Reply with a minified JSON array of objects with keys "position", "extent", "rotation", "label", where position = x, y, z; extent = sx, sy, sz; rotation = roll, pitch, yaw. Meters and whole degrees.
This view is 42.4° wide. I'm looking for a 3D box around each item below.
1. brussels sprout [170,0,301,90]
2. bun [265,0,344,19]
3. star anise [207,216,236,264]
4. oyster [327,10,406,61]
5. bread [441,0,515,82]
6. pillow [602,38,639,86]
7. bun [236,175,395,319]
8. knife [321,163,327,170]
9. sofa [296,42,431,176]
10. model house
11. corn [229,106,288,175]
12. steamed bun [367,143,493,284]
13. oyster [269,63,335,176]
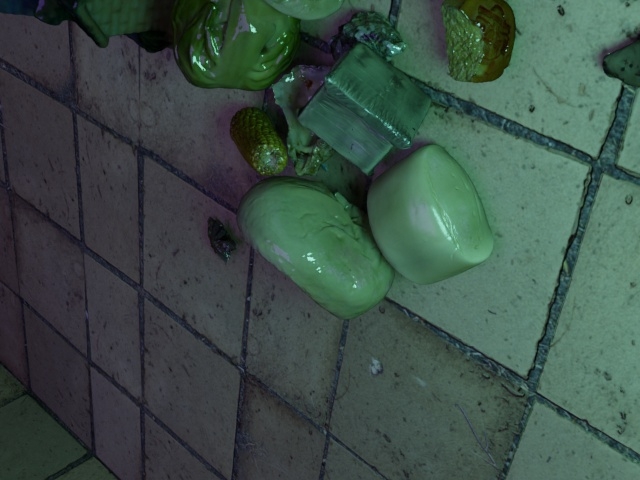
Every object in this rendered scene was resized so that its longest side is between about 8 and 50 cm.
[{"position":[-0.183,-0.452,1.707],"extent":[0.328,0.247,0.328],"rotation":[28,130,39],"label":"brussels sprout"},{"position":[-0.043,-0.529,1.541],"extent":[0.116,0.237,0.210],"rotation":[-27,49,51],"label":"bun"},{"position":[-0.253,0.005,2.143],"extent":[0.129,0.056,0.124],"rotation":[26,131,54],"label":"star anise"},{"position":[0.086,-0.380,1.599],"extent":[0.177,0.064,0.125],"rotation":[-23,98,48],"label":"oyster"},{"position":[0.268,-0.346,1.380],"extent":[0.086,0.125,0.156],"rotation":[19,133,49],"label":"bread"},{"position":[0.525,-0.275,1.200],"extent":[0.241,0.051,0.093],"rotation":[-24,87,48],"label":"pillow"},{"position":[0.000,0.000,1.727],"extent":[0.361,0.361,0.213],"rotation":[41,90,25],"label":"bun"},{"position":[-0.013,-0.188,1.838],"extent":[0.091,0.005,0.014],"rotation":[50,136,15],"label":"knife"},{"position":[0.068,-0.225,1.562],"extent":[0.210,0.176,0.225],"rotation":[38,135,-9],"label":"sofa"},{"position":[-0.575,-0.634,1.906],"extent":[0.445,0.400,0.395],"rotation":[43,132,22],"label":"model house"},{"position":[-0.138,-0.214,1.800],"extent":[0.293,0.106,0.106],"rotation":[-118,24,-61],"label":"corn"},{"position":[0.202,-0.042,1.574],"extent":[0.200,0.155,0.250],"rotation":[-28,92,49],"label":"steamed bun"},{"position":[-0.015,-0.253,1.743],"extent":[0.162,0.107,0.232],"rotation":[11,104,30],"label":"oyster"}]
